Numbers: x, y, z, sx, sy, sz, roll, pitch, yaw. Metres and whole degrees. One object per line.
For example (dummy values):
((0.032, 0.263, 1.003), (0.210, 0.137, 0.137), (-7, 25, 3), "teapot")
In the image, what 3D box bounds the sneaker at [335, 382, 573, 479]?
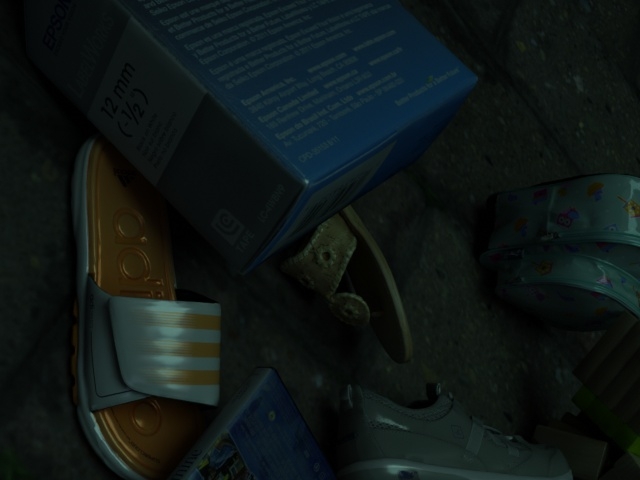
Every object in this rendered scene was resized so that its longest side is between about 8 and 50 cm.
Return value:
((0.125, 0.178, 0.895), (0.281, 0.105, 0.115), (15, 58, -45), "sneaker")

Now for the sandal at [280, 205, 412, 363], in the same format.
((-0.001, 0.002, 0.873), (0.079, 0.088, 0.240), (-15, 77, -17), "sandal")

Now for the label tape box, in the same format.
((-0.082, -0.170, 0.791), (0.348, 0.115, 0.249), (44, 42, 10), "label tape box")

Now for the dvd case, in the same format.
((-0.064, 0.234, 0.685), (0.253, 0.022, 0.180), (-50, 124, -41), "dvd case")

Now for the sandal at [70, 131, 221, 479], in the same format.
((-0.119, 0.039, 0.715), (0.102, 0.076, 0.265), (1, 74, -46), "sandal")

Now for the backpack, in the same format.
((0.276, 0.011, 1.054), (0.166, 0.188, 0.144), (30, 55, -36), "backpack")

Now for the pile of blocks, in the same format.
((0.283, 0.257, 0.991), (0.113, 0.149, 0.362), (29, 79, -38), "pile of blocks")
